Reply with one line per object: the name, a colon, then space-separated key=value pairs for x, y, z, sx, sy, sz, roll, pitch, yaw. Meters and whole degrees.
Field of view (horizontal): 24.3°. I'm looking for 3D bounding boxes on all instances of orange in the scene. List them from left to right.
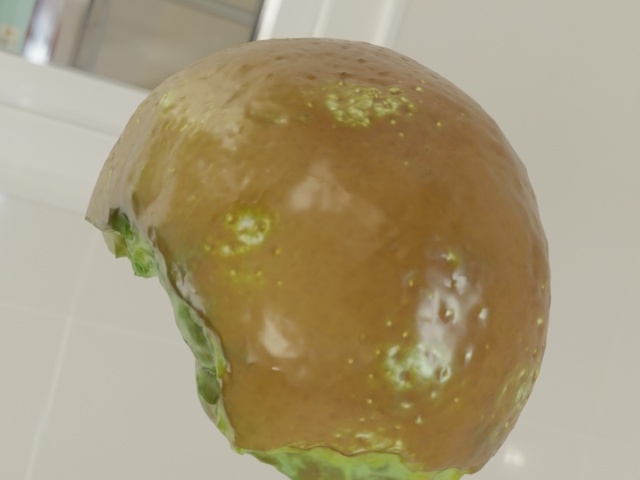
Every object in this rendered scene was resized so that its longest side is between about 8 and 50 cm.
orange: x=0.001 y=-0.006 z=0.651 sx=0.237 sy=0.179 sz=0.158 roll=54 pitch=131 yaw=55
